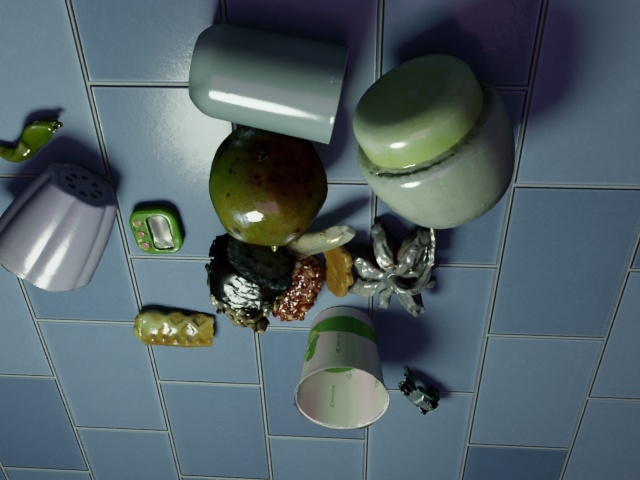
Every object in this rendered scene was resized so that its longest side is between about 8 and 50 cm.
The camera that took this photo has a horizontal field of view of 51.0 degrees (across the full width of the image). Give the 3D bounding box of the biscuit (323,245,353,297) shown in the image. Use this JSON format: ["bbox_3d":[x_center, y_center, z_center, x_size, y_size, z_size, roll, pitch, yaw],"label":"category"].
[{"bbox_3d":[0.048,0.077,1.741,0.027,0.133,0.184,-19,130,-24],"label":"biscuit"}]

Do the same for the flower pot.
[{"bbox_3d":[-0.631,-0.045,1.635,0.265,0.265,0.243,32,113,-17],"label":"flower pot"}]

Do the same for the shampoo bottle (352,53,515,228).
[{"bbox_3d":[0.239,-0.195,1.399,0.322,0.322,0.317,-21,128,19],"label":"shampoo bottle"}]

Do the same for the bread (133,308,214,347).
[{"bbox_3d":[-0.425,0.265,1.942,0.231,0.088,0.128,8,134,-7],"label":"bread"}]

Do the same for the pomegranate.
[{"bbox_3d":[-0.130,-0.117,1.545,0.290,0.291,0.323,18,160,-8],"label":"pomegranate"}]

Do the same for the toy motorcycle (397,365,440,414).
[{"bbox_3d":[0.292,0.454,2.010,0.173,0.100,0.058,38,120,-24],"label":"toy motorcycle"}]

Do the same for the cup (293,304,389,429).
[{"bbox_3d":[0.061,0.337,1.835,0.253,0.274,0.253,2,128,3],"label":"cup"}]

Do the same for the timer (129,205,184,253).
[{"bbox_3d":[-0.425,-0.028,1.747,0.128,0.047,0.140,-3,126,9],"label":"timer"}]

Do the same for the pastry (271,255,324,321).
[{"bbox_3d":[-0.062,0.129,1.805,0.115,0.097,0.209,16,125,-19],"label":"pastry"}]

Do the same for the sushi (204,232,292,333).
[{"bbox_3d":[-0.194,0.109,1.718,0.225,0.238,0.219,31,130,4],"label":"sushi"}]

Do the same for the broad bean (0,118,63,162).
[{"bbox_3d":[-0.694,-0.243,1.610,0.213,0.048,0.070,-22,122,23],"label":"broad bean"}]

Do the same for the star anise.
[{"bbox_3d":[0.180,0.061,1.707,0.315,0.139,0.359,-26,111,22],"label":"star anise"}]

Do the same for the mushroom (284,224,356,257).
[{"bbox_3d":[0.000,0.000,1.673,0.084,0.071,0.209,38,149,-31],"label":"mushroom"}]

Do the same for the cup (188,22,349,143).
[{"bbox_3d":[-0.106,-0.334,1.403,0.312,0.205,0.206,12,126,-2],"label":"cup"}]
